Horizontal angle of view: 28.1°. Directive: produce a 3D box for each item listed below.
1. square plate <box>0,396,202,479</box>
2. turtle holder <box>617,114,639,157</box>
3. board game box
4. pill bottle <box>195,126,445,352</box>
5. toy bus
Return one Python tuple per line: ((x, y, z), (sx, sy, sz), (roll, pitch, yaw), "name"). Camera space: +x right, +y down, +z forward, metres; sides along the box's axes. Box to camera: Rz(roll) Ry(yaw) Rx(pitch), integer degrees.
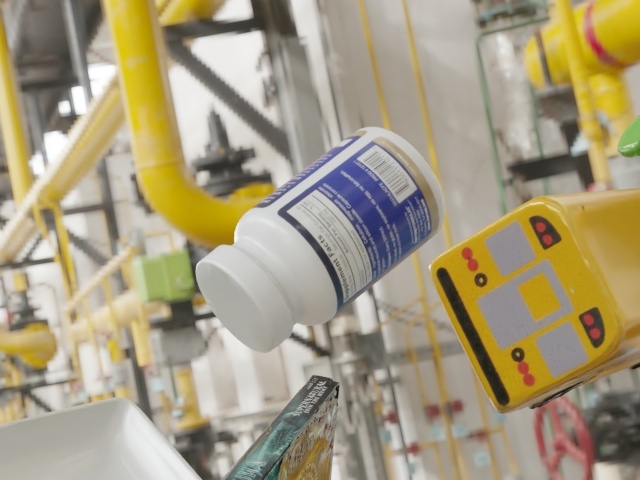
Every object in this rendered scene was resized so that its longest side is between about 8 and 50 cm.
((-0.191, 0.267, 0.927), (0.347, 0.344, 0.049), (-9, -49, -44), "square plate")
((0.424, -0.092, 1.096), (0.243, 0.320, 0.227), (-15, -52, 39), "turtle holder")
((-0.032, 0.187, 0.882), (0.026, 0.126, 0.186), (11, 21, 17), "board game box")
((0.000, 0.000, 1.428), (0.265, 0.153, 0.153), (-37, 5, -25), "pill bottle")
((0.202, 0.032, 0.885), (0.130, 0.108, 0.333), (-35, -16, 32), "toy bus")
